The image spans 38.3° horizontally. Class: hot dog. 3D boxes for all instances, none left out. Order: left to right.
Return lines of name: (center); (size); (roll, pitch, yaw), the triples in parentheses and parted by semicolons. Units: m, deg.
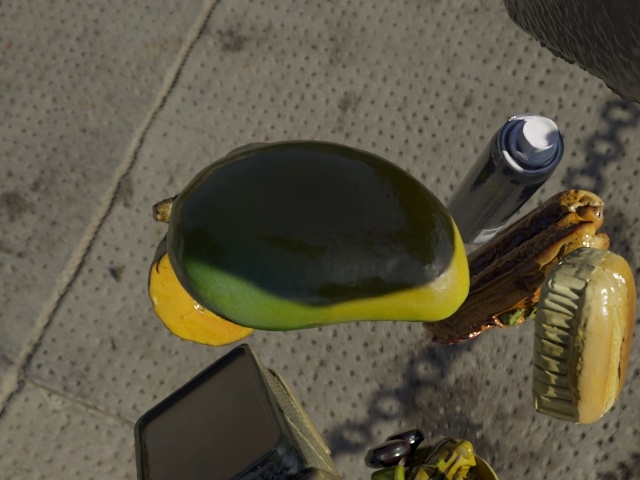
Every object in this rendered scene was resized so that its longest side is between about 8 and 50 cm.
hot dog: (0.303, 0.056, 1.422); (0.117, 0.349, 0.158); (42, 37, -11)

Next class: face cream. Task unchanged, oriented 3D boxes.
face cream: (0.201, -0.066, 1.023); (0.073, 0.283, 0.073); (1, 74, -5)

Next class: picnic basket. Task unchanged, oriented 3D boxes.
picnic basket: (-0.078, 0.235, 0.921); (0.165, 0.267, 0.139); (-36, 110, -2)

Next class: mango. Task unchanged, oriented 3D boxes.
mango: (-0.002, -0.003, 0.592); (0.191, 0.085, 0.122); (-1, 68, -10)

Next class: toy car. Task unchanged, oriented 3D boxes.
toy car: (0.157, 0.329, 1.140); (0.142, 0.248, 0.200); (-20, 84, 17)

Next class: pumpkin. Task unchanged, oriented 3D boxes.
pumpkin: (-0.130, -0.008, 1.307); (0.222, 0.139, 0.317); (35, 118, -9)

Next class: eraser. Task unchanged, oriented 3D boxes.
eraser: (0.182, -0.160, 0.559); (0.077, 0.111, 0.352); (-30, 32, 2)

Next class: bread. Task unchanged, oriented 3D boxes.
bread: (0.353, 0.131, 1.224); (0.106, 0.236, 0.140); (16, 31, 33)
